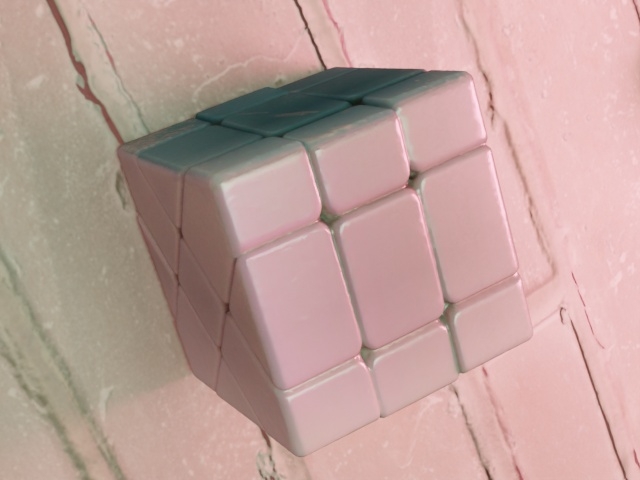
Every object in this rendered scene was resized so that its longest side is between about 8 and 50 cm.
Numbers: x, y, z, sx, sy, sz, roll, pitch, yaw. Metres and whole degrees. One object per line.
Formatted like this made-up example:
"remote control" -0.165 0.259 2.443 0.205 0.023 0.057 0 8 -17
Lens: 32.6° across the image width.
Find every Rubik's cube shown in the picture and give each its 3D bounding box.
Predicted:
"Rubik's cube" 0.000 0.000 1.232 0.316 0.322 0.319 -24 110 -20
